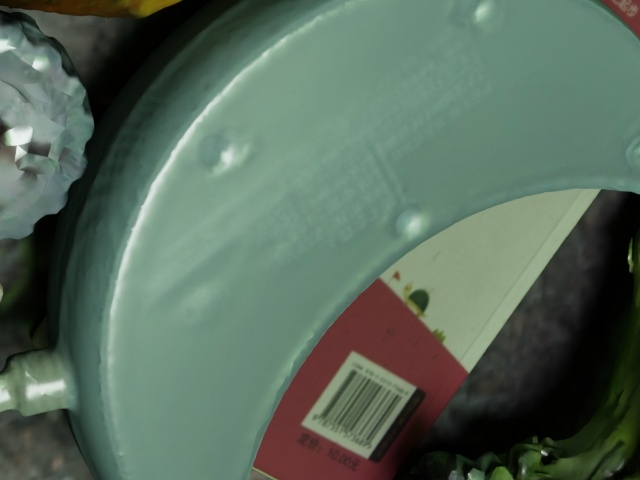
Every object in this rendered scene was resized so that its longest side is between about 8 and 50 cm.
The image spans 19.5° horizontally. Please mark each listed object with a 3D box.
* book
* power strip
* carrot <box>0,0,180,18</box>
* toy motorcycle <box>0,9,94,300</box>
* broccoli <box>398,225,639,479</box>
[{"bbox_3d":[0.027,-0.025,0.636,0.162,0.022,0.232,32,93,-40],"label":"book"},{"bbox_3d":[0.000,0.000,0.582,0.253,0.054,0.167,-35,121,-12],"label":"power strip"},{"bbox_3d":[-0.169,-0.093,0.451,0.314,0.066,0.066,-1,113,-30],"label":"carrot"},{"bbox_3d":[-0.160,0.023,0.499,0.130,0.094,0.229,18,115,-34],"label":"toy motorcycle"},{"bbox_3d":[0.149,0.078,0.655,0.177,0.198,0.275,27,97,-46],"label":"broccoli"}]
